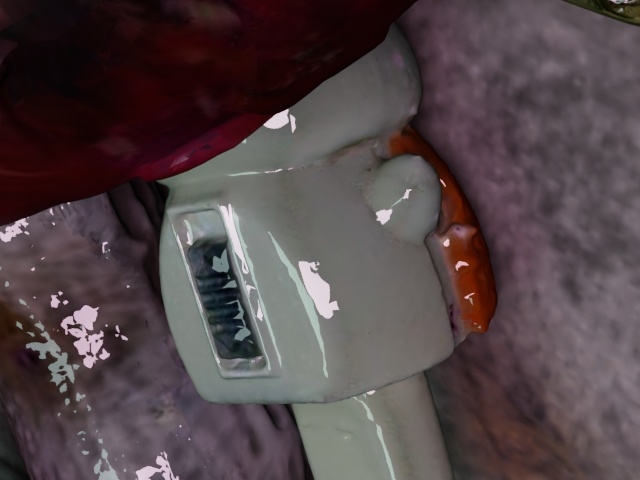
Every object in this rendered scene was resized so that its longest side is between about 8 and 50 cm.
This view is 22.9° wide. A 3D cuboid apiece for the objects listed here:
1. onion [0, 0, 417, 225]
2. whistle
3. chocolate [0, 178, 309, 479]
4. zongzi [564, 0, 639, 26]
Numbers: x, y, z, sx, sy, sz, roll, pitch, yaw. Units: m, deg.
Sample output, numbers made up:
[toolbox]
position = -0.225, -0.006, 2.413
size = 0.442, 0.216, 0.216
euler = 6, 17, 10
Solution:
[onion]
position = -0.098, -0.179, 0.400
size = 0.347, 0.285, 0.348
euler = 0, 101, 2
[whistle]
position = 0.000, 0.000, 0.505
size = 0.101, 0.105, 0.253
euler = -168, 60, -75
[chocolate]
position = -0.084, 0.040, 0.605
size = 0.110, 0.110, 0.248
euler = -28, 95, 48
[zongzi]
position = 0.065, -0.121, 0.415
size = 0.104, 0.052, 0.113
euler = 25, 116, 39
